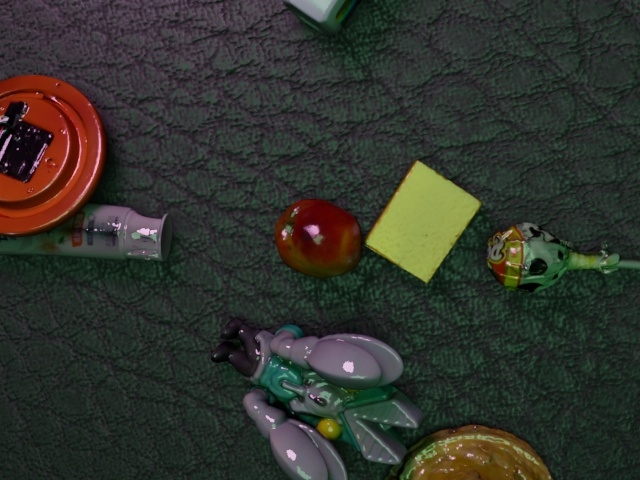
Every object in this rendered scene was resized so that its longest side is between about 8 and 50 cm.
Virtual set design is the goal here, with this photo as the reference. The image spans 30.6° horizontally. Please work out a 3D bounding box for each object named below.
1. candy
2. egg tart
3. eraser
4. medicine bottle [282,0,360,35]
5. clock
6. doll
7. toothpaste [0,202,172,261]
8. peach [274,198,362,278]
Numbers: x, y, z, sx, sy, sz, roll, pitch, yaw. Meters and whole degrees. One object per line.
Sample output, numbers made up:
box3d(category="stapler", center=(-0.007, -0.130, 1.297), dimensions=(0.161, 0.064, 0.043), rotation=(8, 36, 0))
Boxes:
box3d(category="candy", center=(0.350, 0.028, 1.407), dimensions=(0.306, 0.091, 0.083), rotation=(4, 92, -5))
box3d(category="egg tart", center=(0.185, 0.346, 1.419), dimensions=(0.241, 0.106, 0.241), rotation=(0, 90, 4))
box3d(category="eraser", center=(0.123, -0.022, 1.423), dimensions=(0.097, 0.045, 0.122), rotation=(34, 95, -1))
box3d(category="medicine bottle", center=(0.047, -0.353, 1.366), dimensions=(0.083, 0.121, 0.229), rotation=(33, 94, 0))
box3d(category="clock", center=(-0.356, -0.103, 1.405), dimensions=(0.205, 0.051, 0.205), rotation=(-2, 75, 8))
box3d(category="doll", center=(-0.011, 0.199, 1.398), dimensions=(0.258, 0.153, 0.194), rotation=(1, 107, 20))
box3d(category="toothpaste", center=(-0.346, -0.019, 1.436), dimensions=(0.323, 0.066, 0.100), rotation=(5, 89, 7))
box3d(category="peach", center=(0.001, 0.000, 1.408), dimensions=(0.101, 0.101, 0.100), rotation=(0, 94, 2))
